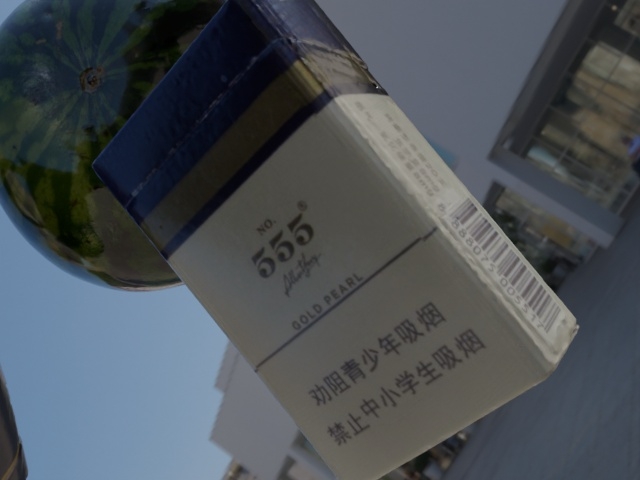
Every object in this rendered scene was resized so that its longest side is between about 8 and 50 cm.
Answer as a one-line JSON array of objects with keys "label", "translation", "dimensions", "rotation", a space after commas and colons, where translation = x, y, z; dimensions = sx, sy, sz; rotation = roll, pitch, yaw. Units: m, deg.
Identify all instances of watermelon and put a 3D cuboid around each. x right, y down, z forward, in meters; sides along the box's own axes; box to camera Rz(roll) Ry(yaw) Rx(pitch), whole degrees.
[{"label": "watermelon", "translation": [-0.154, -0.099, 0.770], "dimensions": [0.285, 0.285, 0.285], "rotation": [-52, -14, -19]}]

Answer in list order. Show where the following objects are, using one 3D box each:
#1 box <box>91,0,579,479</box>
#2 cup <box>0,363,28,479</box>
[{"label": "box", "translation": [0.000, 0.000, 0.507], "dimensions": [0.168, 0.259, 0.071], "rotation": [-40, -4, 34]}, {"label": "cup", "translation": [-0.319, 0.084, 0.669], "dimensions": [0.255, 0.178, 0.256], "rotation": [-90, -4, -60]}]
